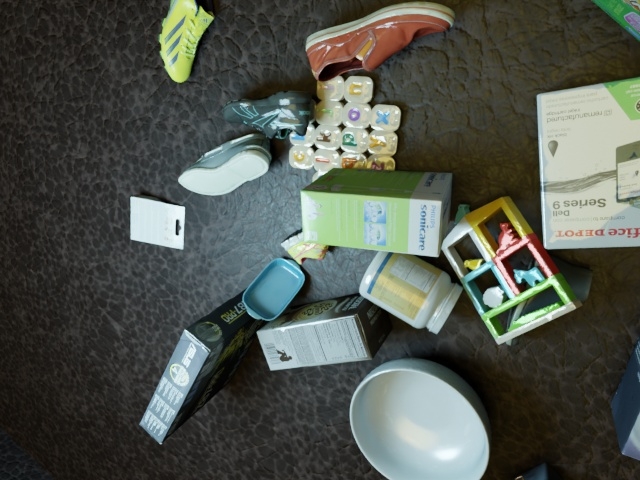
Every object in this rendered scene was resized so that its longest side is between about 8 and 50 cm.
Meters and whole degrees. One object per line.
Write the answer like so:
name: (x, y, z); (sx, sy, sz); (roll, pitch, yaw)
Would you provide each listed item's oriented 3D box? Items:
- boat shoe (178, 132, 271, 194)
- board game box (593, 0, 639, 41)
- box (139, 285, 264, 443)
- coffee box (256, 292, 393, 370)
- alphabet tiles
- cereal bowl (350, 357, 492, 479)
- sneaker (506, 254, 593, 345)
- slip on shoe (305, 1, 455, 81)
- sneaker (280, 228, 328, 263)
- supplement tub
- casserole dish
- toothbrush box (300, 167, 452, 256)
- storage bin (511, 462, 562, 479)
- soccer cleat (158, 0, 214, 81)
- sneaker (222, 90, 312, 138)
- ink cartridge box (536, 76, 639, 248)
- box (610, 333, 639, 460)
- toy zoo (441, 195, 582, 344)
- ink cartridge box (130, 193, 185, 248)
boat shoe: (-0.258, -0.206, 1.213); (0.320, 0.116, 0.099); (-12, 56, 36)
board game box: (0.446, -0.407, 0.654); (0.242, 0.316, 0.064); (47, 119, 8)
box: (-0.309, 0.334, 1.253); (0.097, 0.318, 0.394); (37, 117, 13)
coffee box: (0.013, 0.230, 1.147); (0.297, 0.168, 0.118); (-16, 98, 29)
alphabet tiles: (0.052, -0.244, 1.070); (0.278, 0.021, 0.283); (11, 110, 23)
cereal bowl: (0.250, 0.437, 1.104); (0.339, 0.141, 0.338); (7, 107, 24)
sneaker: (0.474, 0.143, 0.938); (0.118, 0.083, 0.221); (19, 115, 17)
slip on shoe: (0.116, -0.407, 0.930); (0.332, 0.123, 0.101); (-3, 95, 33)
sneaker: (0.000, 0.000, 1.143); (0.209, 0.081, 0.094); (-24, 101, 37)
supplement tub: (0.207, 0.111, 1.026); (0.200, 0.144, 0.144); (30, 116, 16)
casserole dish: (-0.125, 0.134, 1.209); (0.114, 0.188, 0.037); (35, 159, 12)
toothbrush box: (0.126, -0.072, 0.959); (0.283, 0.206, 0.122); (4, 114, 20)
storage bin: (0.501, 0.586, 1.051); (0.098, 0.091, 0.135); (47, 119, 7)
soccer cleat: (-0.332, -0.545, 1.134); (0.121, 0.093, 0.289); (21, 114, 13)
sneaker: (-0.138, -0.298, 1.090); (0.268, 0.101, 0.106); (5, 107, 36)
ink cartridge box: (0.515, -0.136, 0.811); (0.211, 0.121, 0.289); (-3, 104, 28)
box: (0.735, 0.276, 0.792); (0.297, 0.183, 0.293); (15, 112, 23)
toy zoo: (0.366, 0.045, 0.925); (0.192, 0.030, 0.293); (-48, 60, 46)
ink cartridge box: (-0.505, -0.060, 1.405); (0.180, 0.045, 0.145); (10, 110, 4)
